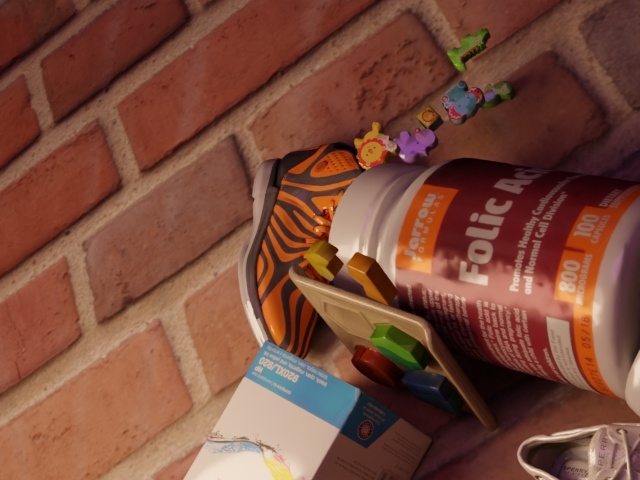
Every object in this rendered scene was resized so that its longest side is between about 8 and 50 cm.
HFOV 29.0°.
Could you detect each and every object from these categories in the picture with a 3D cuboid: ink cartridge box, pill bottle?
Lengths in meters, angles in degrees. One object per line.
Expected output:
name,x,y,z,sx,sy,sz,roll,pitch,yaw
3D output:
ink cartridge box,-0.025,0.271,1.426,0.168,0.171,0.233,23,78,41
pill bottle,0.212,0.027,1.358,0.392,0.224,0.224,12,72,42

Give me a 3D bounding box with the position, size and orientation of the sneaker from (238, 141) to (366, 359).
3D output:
sneaker,0.000,0.000,1.598,0.180,0.124,0.321,-18,56,28

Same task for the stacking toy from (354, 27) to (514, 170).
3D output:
stacking toy,0.151,-0.147,1.548,0.221,0.167,0.052,-44,65,3

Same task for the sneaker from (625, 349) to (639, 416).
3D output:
sneaker,0.450,0.067,1.129,0.366,0.135,0.150,-42,43,9

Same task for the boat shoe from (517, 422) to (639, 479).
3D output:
boat shoe,0.299,0.226,1.212,0.277,0.096,0.098,-18,47,55

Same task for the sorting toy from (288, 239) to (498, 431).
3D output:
sorting toy,0.058,0.101,1.376,0.229,0.307,0.041,23,69,42
